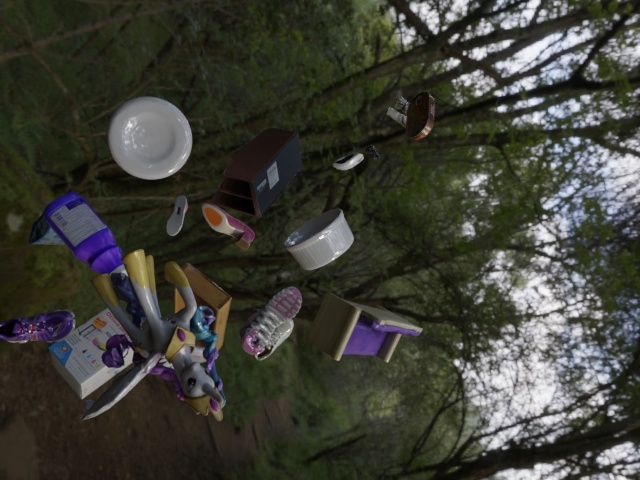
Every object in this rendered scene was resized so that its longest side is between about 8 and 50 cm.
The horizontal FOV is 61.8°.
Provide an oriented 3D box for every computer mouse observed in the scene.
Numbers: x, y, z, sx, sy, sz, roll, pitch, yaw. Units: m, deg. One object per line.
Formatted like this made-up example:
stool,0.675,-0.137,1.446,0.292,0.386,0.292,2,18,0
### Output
computer mouse,0.145,-0.330,2.206,0.106,0.193,0.042,41,29,-69

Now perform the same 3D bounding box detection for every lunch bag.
lunch bag,-0.967,-0.032,1.946,0.151,0.129,0.096,-41,-117,29

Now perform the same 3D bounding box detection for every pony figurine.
pony figurine,-0.351,0.220,1.131,0.351,0.303,0.363,-25,-92,45

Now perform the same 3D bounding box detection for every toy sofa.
toy sofa,0.135,0.268,1.525,0.363,0.177,0.150,23,93,-59

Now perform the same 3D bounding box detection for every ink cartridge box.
ink cartridge box,-0.753,0.375,1.798,0.171,0.233,0.168,44,-37,9

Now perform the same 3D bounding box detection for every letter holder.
letter holder,-0.230,-0.247,1.817,0.301,0.215,0.151,-55,151,-39

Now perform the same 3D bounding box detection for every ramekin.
ramekin,0.000,0.000,2.171,0.135,0.277,0.277,58,-1,-14

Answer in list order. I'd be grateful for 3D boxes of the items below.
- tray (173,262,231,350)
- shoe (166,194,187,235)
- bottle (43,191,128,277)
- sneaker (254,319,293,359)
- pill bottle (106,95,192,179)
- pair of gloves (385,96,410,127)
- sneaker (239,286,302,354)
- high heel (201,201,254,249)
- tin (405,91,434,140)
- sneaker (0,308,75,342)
tray,-0.440,0.264,1.961,0.203,0.076,0.410,36,-35,10
shoe,-0.605,-0.101,2.274,0.081,0.064,0.177,132,-29,-79
bottle,-0.641,-0.001,1.490,0.283,0.118,0.092,47,-28,7
sneaker,-0.195,0.418,2.269,0.228,0.087,0.092,-51,-175,14
pill bottle,-0.522,-0.308,1.639,0.408,0.229,0.228,-152,-127,-70
pair of gloves,0.406,-0.555,2.396,0.042,0.204,0.240,-56,175,36
sneaker,-0.158,0.226,1.594,0.095,0.236,0.105,49,-15,-22
high heel,-0.349,-0.075,2.043,0.244,0.082,0.117,39,25,-18
tin,0.346,-0.430,1.854,0.106,0.040,0.189,-22,-131,44
sneaker,-0.599,0.185,1.118,0.071,0.170,0.068,68,11,-80
